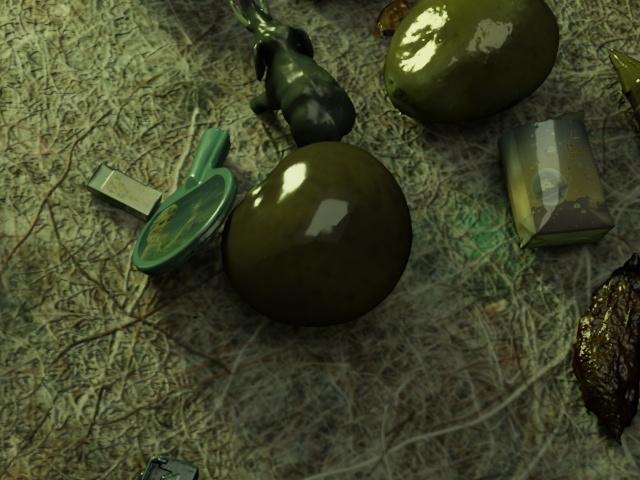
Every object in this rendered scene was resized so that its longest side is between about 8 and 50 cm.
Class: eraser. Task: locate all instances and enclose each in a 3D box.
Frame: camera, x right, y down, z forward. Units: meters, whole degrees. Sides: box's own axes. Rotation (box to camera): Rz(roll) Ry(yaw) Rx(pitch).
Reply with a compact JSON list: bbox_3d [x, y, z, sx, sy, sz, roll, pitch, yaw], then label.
[{"bbox_3d":[-0.232,-0.057,1.499,0.083,0.019,0.038,27,62,6],"label":"eraser"}]

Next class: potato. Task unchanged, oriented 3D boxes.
[{"bbox_3d":[0.187,-0.237,1.594,0.235,0.160,0.178,-36,34,-11],"label":"potato"}]

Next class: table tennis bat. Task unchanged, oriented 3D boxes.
[{"bbox_3d":[-0.146,-0.050,1.461,0.038,0.149,0.237,46,37,-25],"label":"table tennis bat"}]

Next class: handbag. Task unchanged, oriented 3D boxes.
[{"bbox_3d":[0.285,-0.077,1.563,0.117,0.095,0.173,-4,70,-18],"label":"handbag"}]

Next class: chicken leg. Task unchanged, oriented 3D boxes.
[{"bbox_3d":[0.349,0.117,1.481,0.105,0.063,0.234,25,63,9],"label":"chicken leg"}]

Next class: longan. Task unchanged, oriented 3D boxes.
[{"bbox_3d":[0.000,0.000,1.411,0.220,0.196,0.196,-41,75,-17],"label":"longan"}]

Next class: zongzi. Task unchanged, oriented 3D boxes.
[{"bbox_3d":[0.477,-0.188,1.662,0.160,0.078,0.176,-7,60,-19],"label":"zongzi"}]

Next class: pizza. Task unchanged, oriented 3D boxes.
[{"bbox_3d":[0.095,-0.294,1.686,0.037,0.016,0.083,28,57,8],"label":"pizza"}]

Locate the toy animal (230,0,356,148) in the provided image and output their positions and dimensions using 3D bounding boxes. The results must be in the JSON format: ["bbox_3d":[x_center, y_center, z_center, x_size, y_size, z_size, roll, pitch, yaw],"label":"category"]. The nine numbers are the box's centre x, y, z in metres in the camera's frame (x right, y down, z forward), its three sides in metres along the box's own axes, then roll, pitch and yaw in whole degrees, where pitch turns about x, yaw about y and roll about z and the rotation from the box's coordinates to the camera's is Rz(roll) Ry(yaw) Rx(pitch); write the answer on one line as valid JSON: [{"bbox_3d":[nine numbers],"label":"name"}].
[{"bbox_3d":[-0.041,-0.200,1.545,0.082,0.137,0.269,-27,77,-19],"label":"toy animal"}]

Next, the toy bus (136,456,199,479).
[{"bbox_3d":[-0.178,0.302,1.299,0.065,0.047,0.166,19,61,5],"label":"toy bus"}]
